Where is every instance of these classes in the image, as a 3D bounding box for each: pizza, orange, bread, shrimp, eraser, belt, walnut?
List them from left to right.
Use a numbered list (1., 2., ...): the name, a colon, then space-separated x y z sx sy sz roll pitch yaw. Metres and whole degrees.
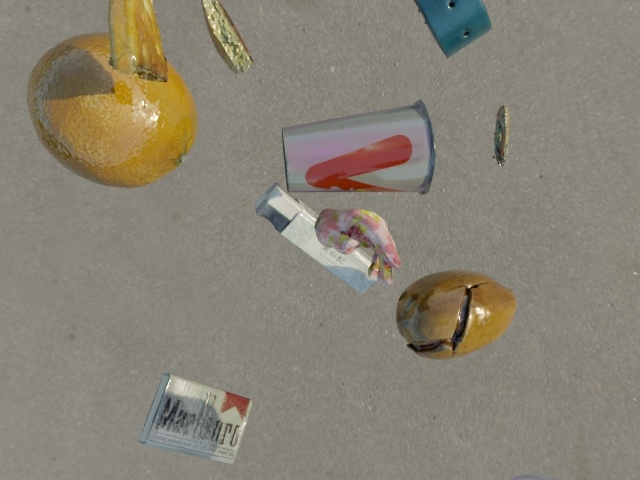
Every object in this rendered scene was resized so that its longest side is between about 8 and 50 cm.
1. orange: -0.341 -0.213 0.830 0.265 0.264 0.263 2 102 9
2. pizza: -0.227 -0.250 0.607 0.041 0.131 0.178 -9 71 0
3. bread: -0.179 -0.384 0.896 0.054 0.154 0.135 -29 128 -3
4. eraser: 0.000 0.000 1.378 0.404 0.098 0.096 37 104 -23
5. belt: 0.295 -0.716 1.302 0.173 0.300 0.436 -33 102 21
6. walnut: 0.335 0.163 1.160 0.337 0.209 0.208 -15 101 -24
7. shrimp: 0.520 -0.296 1.404 0.042 0.101 0.190 0 128 15

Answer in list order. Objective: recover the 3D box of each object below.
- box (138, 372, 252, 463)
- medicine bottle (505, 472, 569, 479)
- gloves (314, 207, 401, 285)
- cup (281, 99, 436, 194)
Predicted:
1. box: -0.211 0.308 0.845 0.178 0.115 0.036 33 153 -35
2. medicine bottle: 0.297 0.305 0.444 0.131 0.341 0.130 7 75 -26
3. gloves: 0.084 -0.004 0.969 0.145 0.241 0.126 43 75 -35
4. cup: 0.070 -0.177 1.013 0.289 0.203 0.202 -5 101 -5
